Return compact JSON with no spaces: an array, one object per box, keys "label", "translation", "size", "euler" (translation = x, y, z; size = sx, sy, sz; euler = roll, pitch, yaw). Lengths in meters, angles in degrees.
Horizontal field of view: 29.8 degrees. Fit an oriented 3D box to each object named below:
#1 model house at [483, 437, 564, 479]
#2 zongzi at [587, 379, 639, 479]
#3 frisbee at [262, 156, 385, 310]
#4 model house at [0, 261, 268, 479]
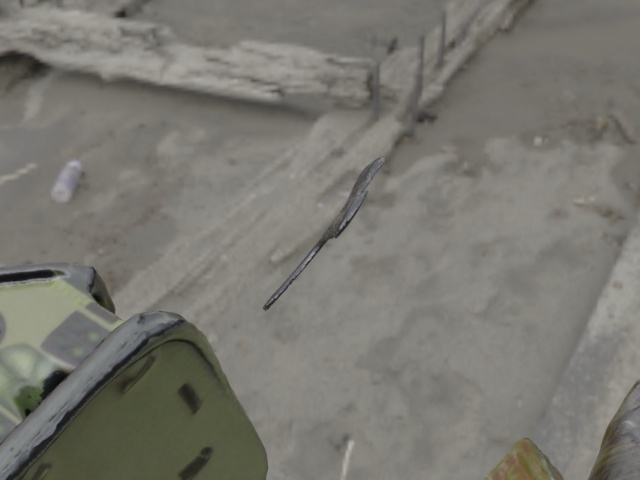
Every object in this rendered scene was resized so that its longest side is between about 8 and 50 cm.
[{"label":"model house","translation":[0.255,0.373,1.384],"size":[0.173,0.239,0.268],"euler":[-1,38,-20]},{"label":"zongzi","translation":[0.228,0.156,0.653],"size":[0.111,0.248,0.241],"euler":[34,60,-20]},{"label":"frisbee","translation":[0.000,0.000,1.196],"size":[0.012,0.187,0.211],"euler":[38,13,-4]},{"label":"model house","translation":[-0.209,0.111,0.697],"size":[0.279,0.205,0.218],"euler":[26,61,34]}]
